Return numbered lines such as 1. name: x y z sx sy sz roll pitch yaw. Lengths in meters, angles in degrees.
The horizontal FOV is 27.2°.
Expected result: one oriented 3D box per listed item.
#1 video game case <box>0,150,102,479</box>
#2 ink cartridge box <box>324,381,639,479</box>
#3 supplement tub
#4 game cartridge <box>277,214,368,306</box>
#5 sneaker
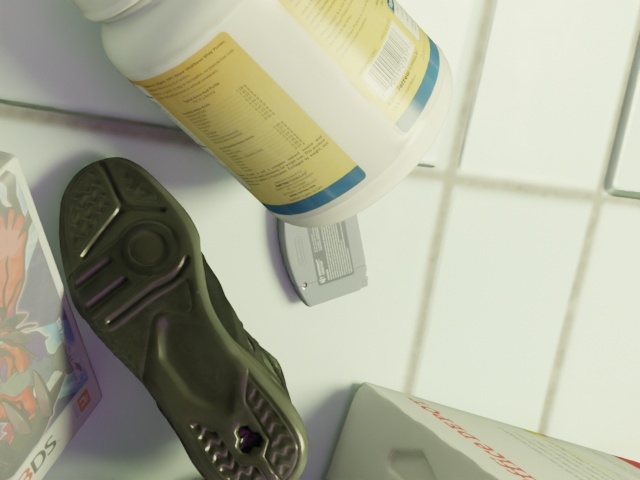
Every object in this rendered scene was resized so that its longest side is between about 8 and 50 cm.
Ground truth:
1. video game case: -0.197 0.083 0.724 0.183 0.023 0.201 -57 149 -39
2. ink cartridge box: 0.176 0.219 0.908 0.306 0.226 0.131 17 95 -26
3. supplement tub: -0.034 -0.118 0.766 0.144 0.144 0.200 -49 118 -6
4. game cartridge: 0.000 0.000 0.887 0.056 0.017 0.083 -19 111 -23
5. sneaker: -0.088 0.058 0.832 0.087 0.130 0.227 -34 87 -8
